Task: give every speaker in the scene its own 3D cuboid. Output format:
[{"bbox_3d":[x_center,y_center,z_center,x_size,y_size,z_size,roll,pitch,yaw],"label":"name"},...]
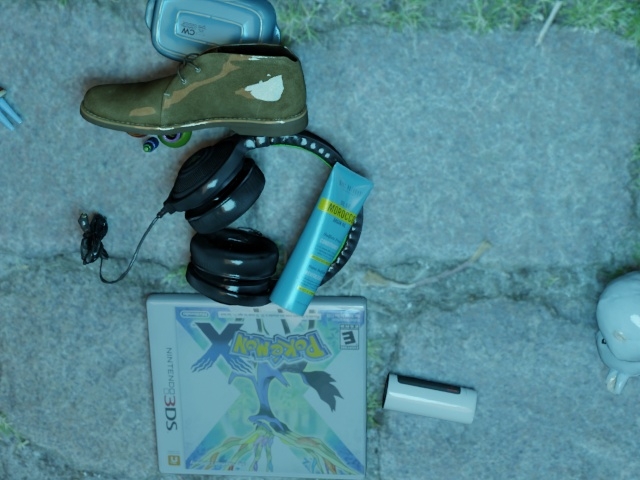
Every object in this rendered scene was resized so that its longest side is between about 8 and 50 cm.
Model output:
[{"bbox_3d":[0.164,0.238,1.453,0.136,0.055,0.055,11,110,1],"label":"speaker"}]

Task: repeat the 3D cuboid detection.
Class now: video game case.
[{"bbox_3d":[-0.093,0.226,1.479,0.329,0.036,0.300,1,109,4],"label":"video game case"}]

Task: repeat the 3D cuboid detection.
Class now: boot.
[{"bbox_3d":[-0.170,-0.206,1.283,0.305,0.112,0.115,-1,126,2],"label":"boot"}]

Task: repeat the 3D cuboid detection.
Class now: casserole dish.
[{"bbox_3d":[-0.148,-0.285,1.307,0.188,0.037,0.114,14,109,1],"label":"casserole dish"}]

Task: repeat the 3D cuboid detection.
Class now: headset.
[{"bbox_3d":[-0.141,-0.029,1.366,0.394,0.185,0.243,-13,112,-7],"label":"headset"}]

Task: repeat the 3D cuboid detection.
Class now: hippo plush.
[{"bbox_3d":[0.498,0.094,1.329,0.237,0.234,0.294,0,153,23],"label":"hippo plush"}]

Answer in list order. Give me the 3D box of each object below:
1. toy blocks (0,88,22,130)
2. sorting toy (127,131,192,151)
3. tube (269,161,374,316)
[{"bbox_3d":[-0.504,-0.191,1.358,0.123,0.054,0.148,-39,102,15],"label":"toy blocks"},{"bbox_3d":[-0.234,-0.153,1.356,0.102,0.042,0.061,15,110,-1],"label":"sorting toy"},{"bbox_3d":[0.000,0.000,1.308,0.080,0.052,0.207,25,92,-49],"label":"tube"}]
